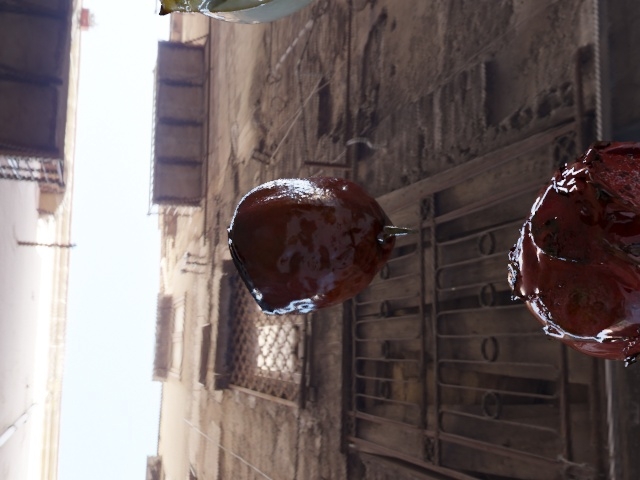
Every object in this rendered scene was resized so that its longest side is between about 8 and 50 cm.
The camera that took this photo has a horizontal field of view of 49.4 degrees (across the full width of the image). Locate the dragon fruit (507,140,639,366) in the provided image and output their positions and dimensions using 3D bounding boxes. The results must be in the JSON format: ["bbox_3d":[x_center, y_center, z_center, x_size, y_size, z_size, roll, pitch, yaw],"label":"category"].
[{"bbox_3d":[0.400,0.014,0.916,0.296,0.301,0.295,12,-128,-16],"label":"dragon fruit"}]

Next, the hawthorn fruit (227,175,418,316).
[{"bbox_3d":[0.000,0.000,0.893,0.189,0.252,0.189,31,-128,-52],"label":"hawthorn fruit"}]

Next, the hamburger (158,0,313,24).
[{"bbox_3d":[-0.068,-0.296,0.605,0.147,0.237,0.236,22,-109,-56],"label":"hamburger"}]
